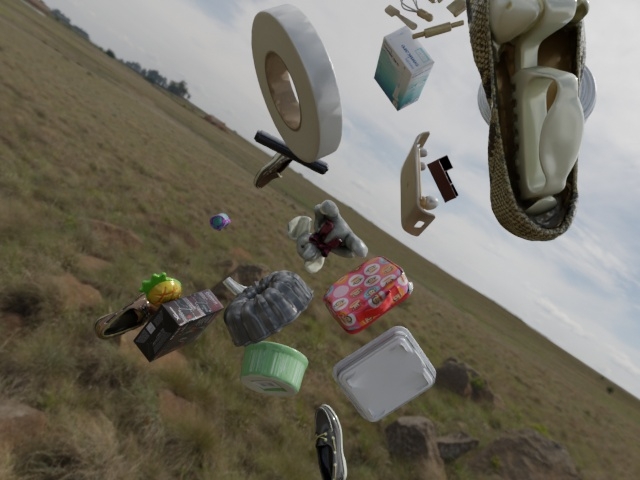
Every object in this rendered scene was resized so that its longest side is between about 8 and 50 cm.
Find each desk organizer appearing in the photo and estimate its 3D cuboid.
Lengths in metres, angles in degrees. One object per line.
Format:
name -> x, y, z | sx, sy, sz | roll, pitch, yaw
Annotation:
desk organizer -> 0.375, -0.184, 1.319 | 0.130, 0.047, 0.050 | 64, -28, 0

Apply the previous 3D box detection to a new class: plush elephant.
plush elephant -> 0.000, 0.000, 1.859 | 0.272, 0.255, 0.330 | 53, -2, -10

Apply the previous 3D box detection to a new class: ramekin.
ramekin -> -0.217, 0.588, 1.990 | 0.303, 0.148, 0.303 | 9, -36, 7

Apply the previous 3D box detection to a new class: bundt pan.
bundt pan -> -0.193, 0.214, 1.525 | 0.124, 0.330, 0.331 | 60, -1, -11

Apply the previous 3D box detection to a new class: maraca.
maraca -> -0.577, 0.180, 1.606 | 0.099, 0.127, 0.186 | 45, -12, 33

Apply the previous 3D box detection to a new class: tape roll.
tape roll -> -0.068, -0.396, 1.151 | 0.392, 0.072, 0.392 | 55, -20, 30

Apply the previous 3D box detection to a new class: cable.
cable -> 0.509, -0.343, 1.047 | 0.257, 0.257, 0.089 | 14, -16, 10

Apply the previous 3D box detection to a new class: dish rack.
dish rack -> 0.242, 0.507, 1.629 | 0.285, 0.333, 0.072 | 55, 3, -10

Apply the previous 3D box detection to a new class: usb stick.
usb stick -> -0.098, -0.307, 1.535 | 0.278, 0.045, 0.077 | 25, 23, -12

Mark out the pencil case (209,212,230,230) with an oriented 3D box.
pencil case -> -0.427, -0.081, 1.882 | 0.070, 0.065, 0.152 | 2, 7, -6

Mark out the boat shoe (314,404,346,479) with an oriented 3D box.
boat shoe -> 0.022, 0.624, 1.352 | 0.068, 0.081, 0.228 | 15, 55, -53

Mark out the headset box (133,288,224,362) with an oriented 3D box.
headset box -> -0.525, 0.313, 1.690 | 0.110, 0.218, 0.293 | 47, 21, 12

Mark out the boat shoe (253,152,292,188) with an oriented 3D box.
boat shoe -> -0.246, -0.362, 2.323 | 0.095, 0.257, 0.095 | 47, 13, 23

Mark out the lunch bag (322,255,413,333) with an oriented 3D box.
lunch bag -> 0.170, 0.192, 1.567 | 0.120, 0.293, 0.258 | 59, -9, -22

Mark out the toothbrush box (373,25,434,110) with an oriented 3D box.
toothbrush box -> 0.365, -0.762, 1.980 | 0.216, 0.126, 0.295 | 58, -8, 13

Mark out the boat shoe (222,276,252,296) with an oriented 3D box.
boat shoe -> -0.301, 0.253, 2.006 | 0.302, 0.103, 0.113 | 38, -7, -3

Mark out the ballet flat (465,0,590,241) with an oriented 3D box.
ballet flat -> 0.313, -0.232, 0.634 | 0.164, 0.483, 0.182 | -7, 8, 8

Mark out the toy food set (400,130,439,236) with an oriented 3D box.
toy food set -> 0.347, -0.190, 1.536 | 0.092, 0.306, 0.220 | 3, -16, -2

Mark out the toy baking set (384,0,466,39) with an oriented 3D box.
toy baking set -> 0.346, -0.740, 1.433 | 0.030, 0.256, 0.197 | 44, 34, -66

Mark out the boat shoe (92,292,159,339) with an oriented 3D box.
boat shoe -> -0.683, 0.278, 1.656 | 0.104, 0.307, 0.111 | 2, -61, 51
